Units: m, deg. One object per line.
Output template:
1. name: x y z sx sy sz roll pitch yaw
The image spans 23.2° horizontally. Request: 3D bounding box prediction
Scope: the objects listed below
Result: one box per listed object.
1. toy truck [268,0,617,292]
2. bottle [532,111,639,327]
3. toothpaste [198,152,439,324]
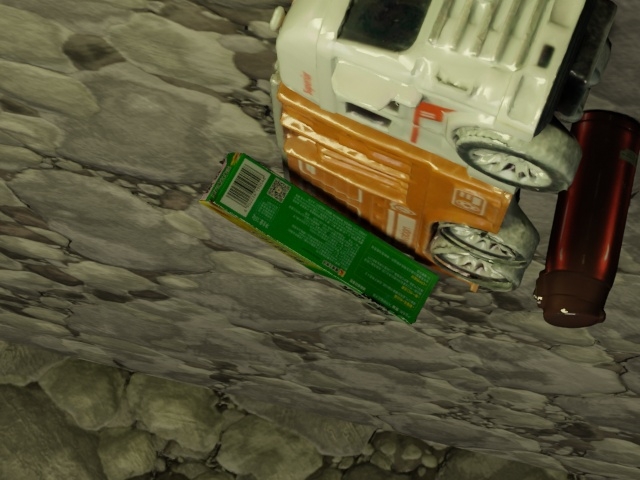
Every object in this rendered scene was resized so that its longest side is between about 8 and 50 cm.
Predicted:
1. toy truck: 0.071 -0.103 0.996 0.207 0.173 0.387 21 167 6
2. bottle: 0.203 -0.013 1.190 0.060 0.164 0.060 12 164 4
3. toothpaste: 0.000 0.000 1.111 0.178 0.043 0.037 32 171 -19
